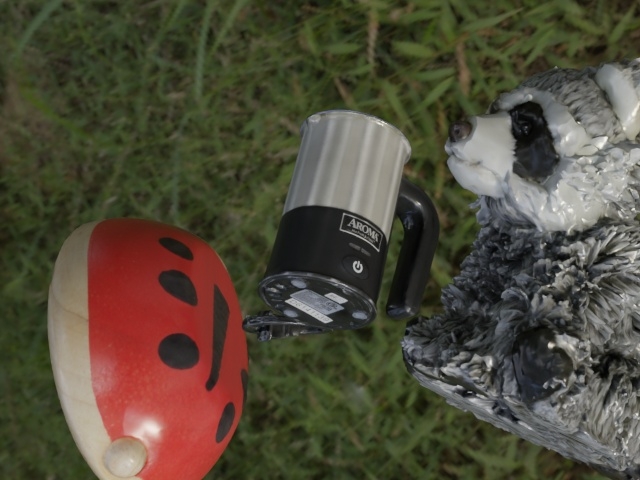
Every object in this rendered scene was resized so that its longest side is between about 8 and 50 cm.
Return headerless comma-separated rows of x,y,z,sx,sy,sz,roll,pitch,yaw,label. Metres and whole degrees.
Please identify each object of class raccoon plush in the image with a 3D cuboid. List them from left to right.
0.260,0.045,1.112,0.446,0.299,0.216,35,165,-38,raccoon plush

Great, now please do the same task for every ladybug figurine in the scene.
-0.186,0.123,1.482,0.162,0.449,0.305,-24,118,10,ladybug figurine

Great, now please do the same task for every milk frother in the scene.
0.000,0.000,0.925,0.143,0.135,0.129,-8,146,37,milk frother
